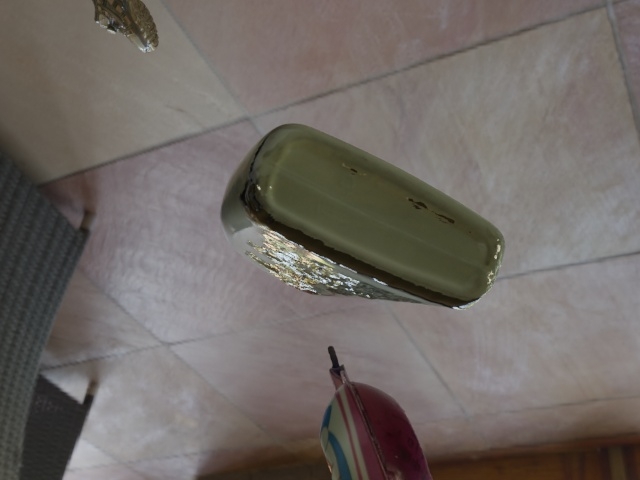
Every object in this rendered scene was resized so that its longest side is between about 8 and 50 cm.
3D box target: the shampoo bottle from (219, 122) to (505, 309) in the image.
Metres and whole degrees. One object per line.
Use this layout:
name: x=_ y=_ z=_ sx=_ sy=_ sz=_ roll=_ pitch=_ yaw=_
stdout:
shampoo bottle: x=0.000 y=0.000 z=0.560 sx=0.153 sy=0.071 sz=0.284 roll=25 pitch=171 yaw=-9

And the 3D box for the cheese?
cheese: x=0.034 y=0.154 z=0.587 sx=0.062 sy=0.244 sz=0.155 roll=-18 pitch=108 yaw=-4

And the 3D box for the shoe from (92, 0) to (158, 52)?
shoe: x=-0.379 y=-0.425 z=1.493 sx=0.092 sy=0.089 sz=0.180 roll=-23 pitch=106 yaw=13
